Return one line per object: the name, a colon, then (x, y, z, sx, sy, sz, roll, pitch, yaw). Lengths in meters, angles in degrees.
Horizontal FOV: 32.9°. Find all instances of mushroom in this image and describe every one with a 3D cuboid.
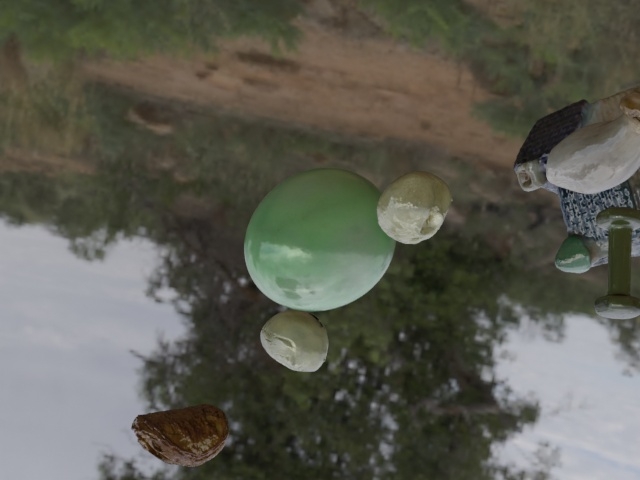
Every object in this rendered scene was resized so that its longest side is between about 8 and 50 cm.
mushroom: (0.390, -0.126, 1.460, 0.097, 0.088, 0.212, 46, 144, 0)

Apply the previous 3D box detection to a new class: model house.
model house: (0.504, -0.104, 1.944, 0.284, 0.298, 0.243, -17, 179, -17)

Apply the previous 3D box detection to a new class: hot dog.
hot dog: (-0.202, 0.277, 1.558, 0.147, 0.065, 0.099, -5, -149, -44)

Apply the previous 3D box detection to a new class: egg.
egg: (0.000, 0.000, 1.702, 0.220, 0.220, 0.269, 11, -148, 30)

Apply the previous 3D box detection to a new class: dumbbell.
dumbbell: (0.317, 0.024, 1.148, 0.046, 0.118, 0.052, 8, 166, -13)

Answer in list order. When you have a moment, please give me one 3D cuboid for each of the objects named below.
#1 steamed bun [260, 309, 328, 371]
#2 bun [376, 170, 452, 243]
steamed bun: (-0.044, 0.170, 1.920, 0.112, 0.091, 0.130, 13, -160, -30)
bun: (0.103, -0.030, 1.171, 0.086, 0.086, 0.055, 13, -144, -34)
